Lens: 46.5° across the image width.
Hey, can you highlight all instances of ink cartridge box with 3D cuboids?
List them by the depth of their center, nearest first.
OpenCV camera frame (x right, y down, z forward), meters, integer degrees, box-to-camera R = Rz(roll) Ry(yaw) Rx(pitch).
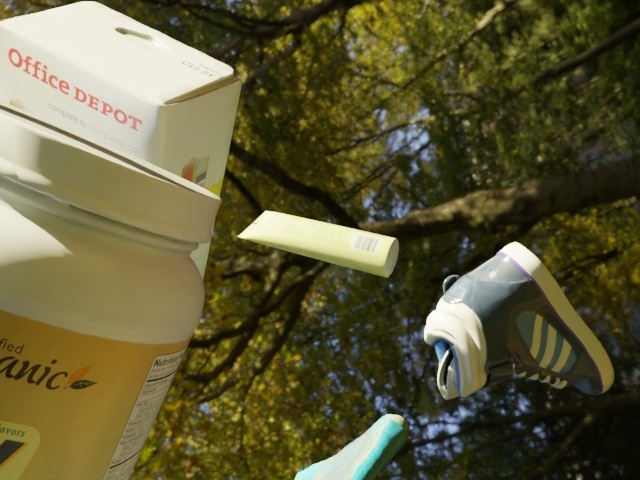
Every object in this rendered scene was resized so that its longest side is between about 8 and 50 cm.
[{"bbox_3d":[-0.292,-0.089,1.021,0.279,0.384,0.160,28,-145,18],"label":"ink cartridge box"}]

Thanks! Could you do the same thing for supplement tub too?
[{"bbox_3d":[-0.215,0.078,0.491,0.228,0.316,0.228,23,-178,-1],"label":"supplement tub"}]

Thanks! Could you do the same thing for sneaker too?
[{"bbox_3d":[0.290,0.182,1.152,0.322,0.236,0.130,52,174,-24],"label":"sneaker"}]

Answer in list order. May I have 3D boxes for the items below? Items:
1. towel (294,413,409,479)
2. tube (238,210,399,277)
[{"bbox_3d":[-0.066,0.352,0.837,0.040,0.271,0.370,48,-131,6],"label":"towel"},{"bbox_3d":[0.000,0.000,1.152,0.070,0.240,0.062,36,-111,-69],"label":"tube"}]
